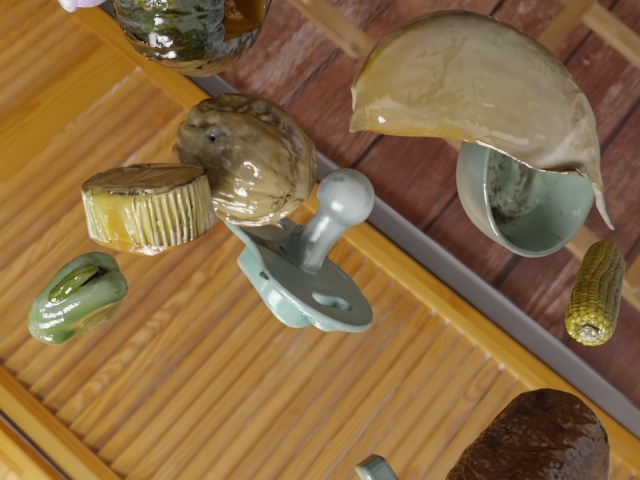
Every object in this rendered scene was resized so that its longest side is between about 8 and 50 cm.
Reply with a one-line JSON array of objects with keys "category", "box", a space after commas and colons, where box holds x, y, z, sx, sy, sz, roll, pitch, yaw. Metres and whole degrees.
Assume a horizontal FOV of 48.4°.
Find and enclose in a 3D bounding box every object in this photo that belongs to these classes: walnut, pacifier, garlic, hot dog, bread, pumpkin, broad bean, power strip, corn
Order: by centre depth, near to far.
[{"category": "garlic", "box": [0.207, -0.151, 0.863, 0.151, 0.338, 0.196, 98, 15, -71]}, {"category": "bread", "box": [-0.238, -0.045, 0.989, 0.132, 0.190, 0.114, -39, 131, -48]}, {"category": "walnut", "box": [-0.115, -0.123, 1.084, 0.198, 0.245, 0.198, -46, 155, -29]}, {"category": "pumpkin", "box": [-0.194, -0.411, 1.125, 0.320, 0.192, 0.320, -56, 161, -31]}, {"category": "corn", "box": [0.452, 0.078, 1.159, 0.231, 0.080, 0.080, -53, 175, -44]}, {"category": "pacifier", "box": [0.000, 0.000, 1.201, 0.288, 0.343, 0.269, 18, 118, -50]}, {"category": "broad bean", "box": [-0.427, 0.112, 1.255, 0.169, 0.100, 0.228, -17, 152, -33]}, {"category": "power strip", "box": [0.139, 0.497, 1.347, 0.059, 0.194, 0.265, -33, 180, -17]}, {"category": "hot dog", "box": [0.406, 0.457, 1.396, 0.387, 0.267, 0.174, -33, 125, -39]}]

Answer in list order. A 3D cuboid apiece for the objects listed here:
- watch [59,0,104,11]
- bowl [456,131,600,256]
[{"category": "watch", "box": [-0.378, -0.488, 1.035, 0.248, 0.211, 0.217, -57, -170, 5]}, {"category": "bowl", "box": [0.333, -0.123, 1.226, 0.289, 0.289, 0.146, -48, -150, -17]}]
